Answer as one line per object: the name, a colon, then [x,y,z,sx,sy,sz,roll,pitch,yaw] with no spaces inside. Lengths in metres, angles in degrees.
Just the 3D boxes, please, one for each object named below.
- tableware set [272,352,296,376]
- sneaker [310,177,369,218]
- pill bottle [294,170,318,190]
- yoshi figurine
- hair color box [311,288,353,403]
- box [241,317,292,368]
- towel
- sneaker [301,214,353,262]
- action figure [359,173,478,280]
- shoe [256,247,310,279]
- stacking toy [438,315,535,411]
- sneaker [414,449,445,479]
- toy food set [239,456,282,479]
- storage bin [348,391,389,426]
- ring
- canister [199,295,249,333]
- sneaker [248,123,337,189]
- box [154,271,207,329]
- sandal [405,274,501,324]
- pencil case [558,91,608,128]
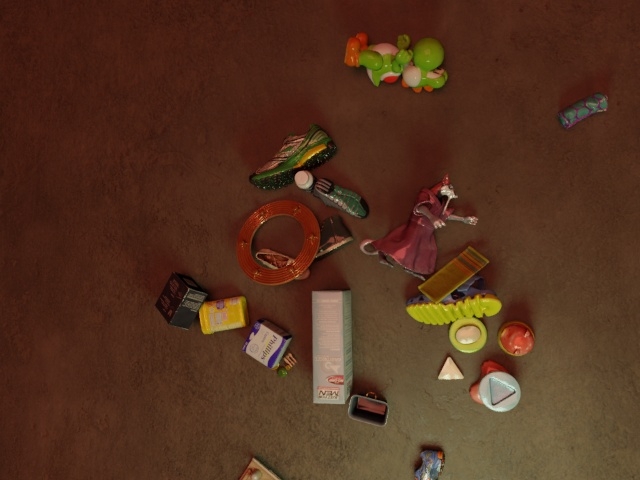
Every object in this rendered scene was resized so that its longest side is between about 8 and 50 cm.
tableware set: [-0.165,0.431,1.952,0.154,0.024,0.104,45,100,11]
sneaker: [0.072,-0.146,1.917,0.224,0.098,0.083,33,64,-6]
pill bottle: [-0.054,-0.219,1.915,0.067,0.120,0.066,-1,86,14]
yoshi figurine: [0.282,-0.657,1.832,0.363,0.203,0.203,21,85,11]
hair color box: [0.044,0.359,1.822,0.114,0.185,0.374,-2,86,13]
box: [-0.195,0.375,1.911,0.137,0.072,0.126,29,97,13]
towel: [0.449,0.115,1.768,0.237,0.021,0.102,-37,40,-8]
sneaker: [0.000,0.000,1.917,0.222,0.083,0.118,-27,76,0]
action figure: [0.354,-0.064,1.804,0.276,0.248,0.369,25,94,40]
shoe: [-0.143,0.090,1.948,0.219,0.058,0.076,22,92,14]
stacking toy: [0.549,0.396,1.729,0.280,0.130,0.308,16,90,13]
sneaker: [0.359,0.818,1.782,0.087,0.083,0.221,14,84,27]
toy food set: [-0.240,0.977,1.896,0.220,0.092,0.306,34,95,13]
storage bin: [0.174,0.577,1.826,0.135,0.091,0.098,11,89,13]
ring: [-0.162,0.000,1.916,0.337,0.032,0.336,-9,64,18]
canister: [-0.364,0.281,1.981,0.170,0.073,0.126,-11,83,11]
sneaker: [-0.116,-0.306,1.946,0.344,0.134,0.146,-29,73,1]
box: [-0.531,0.227,1.981,0.156,0.093,0.158,33,95,47]
sandal: [0.449,0.200,1.787,0.318,0.126,0.138,-10,47,19]
pencil case: [0.876,-0.433,1.739,0.152,0.064,0.070,-26,65,11]
